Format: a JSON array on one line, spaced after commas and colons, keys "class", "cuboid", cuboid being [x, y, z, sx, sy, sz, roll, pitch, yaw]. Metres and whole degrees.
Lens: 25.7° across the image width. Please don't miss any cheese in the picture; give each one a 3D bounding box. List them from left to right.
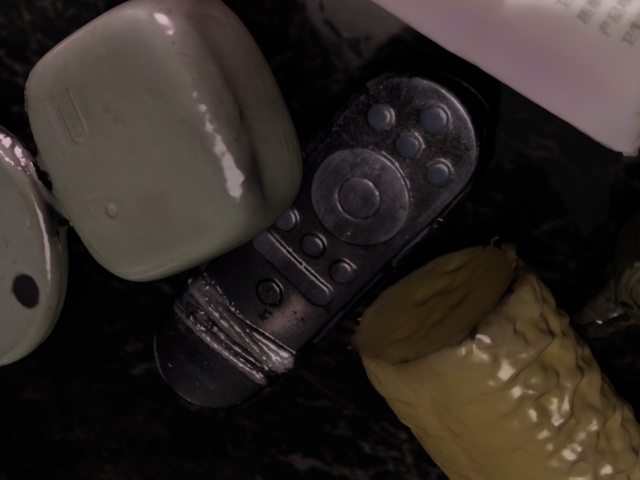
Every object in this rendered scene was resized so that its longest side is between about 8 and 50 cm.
[{"class": "cheese", "cuboid": [0.106, 0.089, 0.787, 0.123, 0.094, 0.167, -15, 122, 40]}]

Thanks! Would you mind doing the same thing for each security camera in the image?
[{"class": "security camera", "cuboid": [-0.147, -0.030, 0.810, 0.302, 0.080, 0.157, -24, 92, 31]}]

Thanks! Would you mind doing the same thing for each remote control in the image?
[{"class": "remote control", "cuboid": [0.000, 0.000, 0.810, 0.090, 0.066, 0.266, 47, 118, 5]}]

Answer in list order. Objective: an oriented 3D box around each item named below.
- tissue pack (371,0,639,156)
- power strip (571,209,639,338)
[{"class": "tissue pack", "cuboid": [0.131, -0.257, 0.594, 0.266, 0.194, 0.356, 32, 113, -4]}, {"class": "power strip", "cuboid": [0.290, -0.053, 0.709, 0.388, 0.092, 0.066, -36, 100, 22]}]
